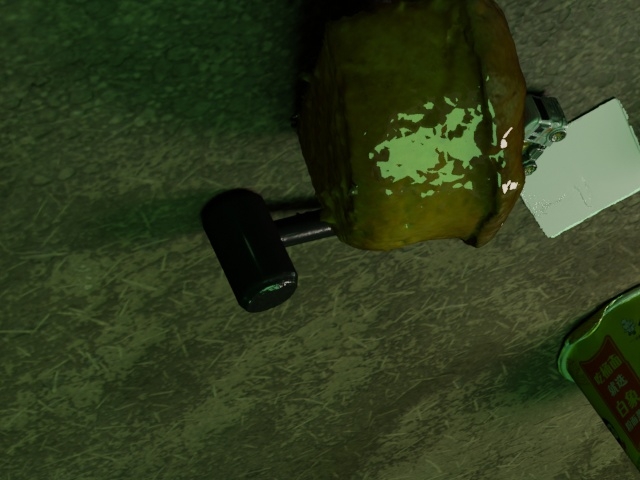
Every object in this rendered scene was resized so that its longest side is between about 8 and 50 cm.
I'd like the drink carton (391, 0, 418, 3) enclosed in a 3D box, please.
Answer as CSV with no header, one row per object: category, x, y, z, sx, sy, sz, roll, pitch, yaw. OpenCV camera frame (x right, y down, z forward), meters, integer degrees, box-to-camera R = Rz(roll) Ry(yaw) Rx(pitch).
drink carton,0.144,-0.261,1.242,0.074,0.084,0.200,3,142,-34

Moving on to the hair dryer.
hair dryer,-0.001,-0.001,1.526,0.248,0.114,0.070,-12,156,-32

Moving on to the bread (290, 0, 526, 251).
bread,0.085,-0.083,1.284,0.194,0.179,0.340,-7,166,-9

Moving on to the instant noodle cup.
instant noodle cup,0.536,0.215,2.082,0.311,0.221,0.311,-17,147,-12

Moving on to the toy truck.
toy truck,0.216,-0.108,1.548,0.063,0.052,0.123,8,138,-32

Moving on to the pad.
pad,0.318,-0.083,1.698,0.156,0.004,0.232,-30,148,9
